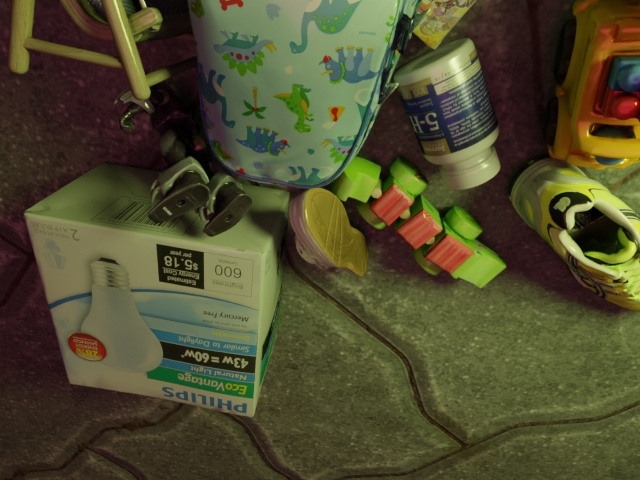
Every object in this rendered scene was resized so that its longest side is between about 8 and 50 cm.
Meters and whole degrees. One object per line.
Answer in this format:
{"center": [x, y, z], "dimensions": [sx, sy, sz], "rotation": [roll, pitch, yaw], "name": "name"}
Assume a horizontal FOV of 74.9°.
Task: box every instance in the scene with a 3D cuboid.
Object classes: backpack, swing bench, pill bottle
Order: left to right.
{"center": [-0.225, -0.331, 0.482], "dimensions": [0.165, 0.253, 0.255], "rotation": [12, 122, 1], "name": "swing bench"}
{"center": [-0.030, -0.239, 0.513], "dimensions": [0.290, 0.274, 0.356], "rotation": [9, 152, -5], "name": "backpack"}
{"center": [0.189, -0.173, 0.598], "dimensions": [0.112, 0.112, 0.187], "rotation": [-21, 115, 19], "name": "pill bottle"}

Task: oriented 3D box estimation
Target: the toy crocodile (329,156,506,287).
{"center": [0.168, -0.026, 0.694], "dimensions": [0.340, 0.105, 0.115], "rotation": [36, 119, -14], "name": "toy crocodile"}

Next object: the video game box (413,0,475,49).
{"center": [0.129, -0.376, 0.504], "dimensions": [0.205, 0.048, 0.187], "rotation": [36, 130, -13], "name": "video game box"}

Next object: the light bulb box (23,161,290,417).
{"center": [-0.255, 0.087, 0.754], "dimensions": [0.357, 0.225, 0.361], "rotation": [9, 121, 3], "name": "light bulb box"}

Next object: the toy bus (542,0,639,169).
{"center": [0.366, -0.166, 0.502], "dimensions": [0.149, 0.211, 0.220], "rotation": [7, 128, 19], "name": "toy bus"}

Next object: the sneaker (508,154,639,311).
{"center": [0.458, 0.028, 0.659], "dimensions": [0.384, 0.147, 0.145], "rotation": [32, 118, -12], "name": "sneaker"}

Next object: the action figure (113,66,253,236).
{"center": [-0.205, -0.133, 0.604], "dimensions": [0.099, 0.285, 0.185], "rotation": [-39, 142, 9], "name": "action figure"}

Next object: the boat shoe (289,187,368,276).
{"center": [0.000, 0.000, 0.675], "dimensions": [0.096, 0.098, 0.277], "rotation": [3, 161, 22], "name": "boat shoe"}
